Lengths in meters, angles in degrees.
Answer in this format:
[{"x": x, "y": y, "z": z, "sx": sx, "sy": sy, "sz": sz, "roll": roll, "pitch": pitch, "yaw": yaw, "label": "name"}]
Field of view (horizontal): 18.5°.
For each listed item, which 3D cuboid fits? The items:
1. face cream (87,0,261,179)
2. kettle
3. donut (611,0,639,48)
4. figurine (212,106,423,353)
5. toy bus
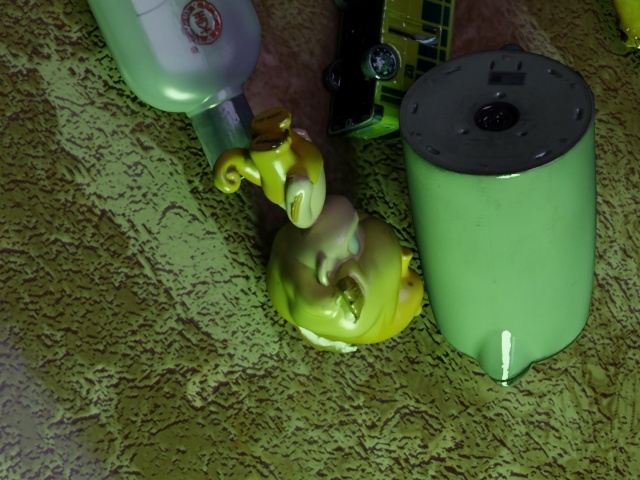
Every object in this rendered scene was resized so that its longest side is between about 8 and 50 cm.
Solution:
[{"x": -0.122, "y": -0.186, "z": 1.673, "sx": 0.144, "sy": 0.071, "sz": 0.291, "roll": -26, "pitch": 97, "yaw": -31, "label": "face cream"}, {"x": 0.168, "y": -0.038, "z": 1.735, "sx": 0.240, "sy": 0.165, "sz": 0.255, "roll": -76, "pitch": 161, "yaw": -45, "label": "kettle"}, {"x": 0.387, "y": -0.283, "z": 1.973, "sx": 0.253, "sy": 0.118, "sz": 0.253, "roll": 11, "pitch": 64, "yaw": -23, "label": "donut"}, {"x": 0.000, "y": 0.000, "z": 1.674, "sx": 0.156, "sy": 0.131, "sz": 0.246, "roll": -89, "pitch": 156, "yaw": -56, "label": "figurine"}, {"x": 0.067, "y": -0.176, "z": 1.774, "sx": 0.101, "sy": 0.088, "sz": 0.175, "roll": 12, "pitch": 77, "yaw": -29, "label": "toy bus"}]
